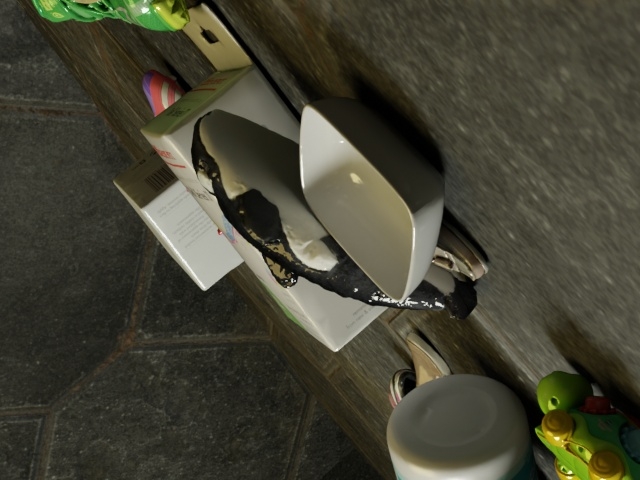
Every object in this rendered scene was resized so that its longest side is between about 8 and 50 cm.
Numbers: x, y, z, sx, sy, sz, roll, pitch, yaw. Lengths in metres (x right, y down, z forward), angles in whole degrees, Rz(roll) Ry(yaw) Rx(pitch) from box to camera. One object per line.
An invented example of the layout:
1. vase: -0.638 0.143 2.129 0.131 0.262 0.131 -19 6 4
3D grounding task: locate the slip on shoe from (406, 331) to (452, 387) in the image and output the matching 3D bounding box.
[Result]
1. slip on shoe: 0.136 0.169 1.412 0.051 0.041 0.135 39 166 52

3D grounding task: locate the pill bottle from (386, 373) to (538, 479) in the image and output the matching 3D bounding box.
1. pill bottle: 0.165 0.283 1.221 0.146 0.146 0.264 39 151 52

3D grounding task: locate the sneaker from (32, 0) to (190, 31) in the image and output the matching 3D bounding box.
1. sneaker: -0.220 -0.251 1.132 0.295 0.123 0.109 36 157 56

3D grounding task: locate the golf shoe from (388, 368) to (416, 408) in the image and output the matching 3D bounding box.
1. golf shoe: 0.161 0.259 1.586 0.186 0.067 0.086 48 170 12

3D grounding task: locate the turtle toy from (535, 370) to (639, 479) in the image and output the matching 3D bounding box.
1. turtle toy: 0.211 0.153 0.882 0.130 0.066 0.095 44 168 39

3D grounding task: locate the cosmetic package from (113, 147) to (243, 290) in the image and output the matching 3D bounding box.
1. cosmetic package: -0.196 -0.053 1.779 0.184 0.151 0.151 57 169 -32

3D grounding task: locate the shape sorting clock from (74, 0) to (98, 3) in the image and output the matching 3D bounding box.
1. shape sorting clock: -0.228 -0.310 0.996 0.206 0.040 0.206 34 139 35

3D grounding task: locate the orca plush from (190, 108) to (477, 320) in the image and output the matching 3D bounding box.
1. orca plush: 0.000 0.000 1.014 0.287 0.151 0.102 25 132 -7

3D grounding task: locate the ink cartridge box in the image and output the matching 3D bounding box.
1. ink cartridge box: -0.072 -0.067 1.196 0.353 0.119 0.207 53 172 -14

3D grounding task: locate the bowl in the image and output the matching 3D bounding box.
1. bowl: 0.044 -0.038 0.885 0.142 0.053 0.142 47 156 25

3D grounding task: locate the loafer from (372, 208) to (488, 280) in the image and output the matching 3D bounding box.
1. loafer: 0.085 -0.003 0.943 0.125 0.039 0.045 44 169 34

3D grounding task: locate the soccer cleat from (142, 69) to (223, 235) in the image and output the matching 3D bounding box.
1. soccer cleat: -0.173 -0.122 1.556 0.248 0.095 0.083 50 171 -5
